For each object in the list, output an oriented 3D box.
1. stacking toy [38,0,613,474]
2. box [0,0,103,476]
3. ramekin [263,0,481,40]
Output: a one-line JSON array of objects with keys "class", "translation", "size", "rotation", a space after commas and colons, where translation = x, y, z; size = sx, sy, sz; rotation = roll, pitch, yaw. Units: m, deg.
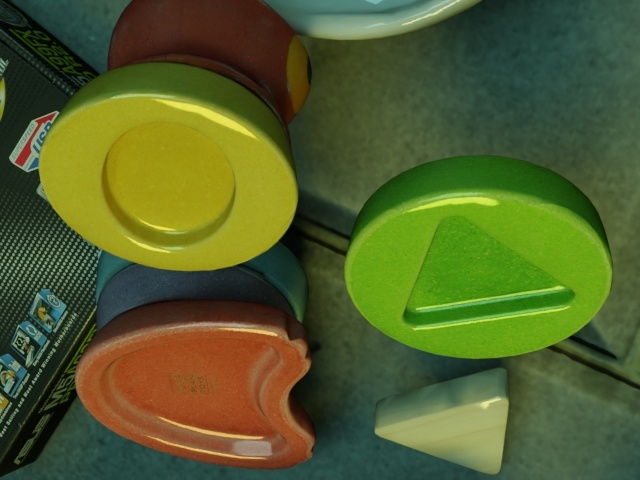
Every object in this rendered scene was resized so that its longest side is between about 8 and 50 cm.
[{"class": "stacking toy", "translation": [0.000, 0.000, 0.682], "size": [0.280, 0.130, 0.309], "rotation": [8, 140, -3]}, {"class": "box", "translation": [-0.227, -0.003, 0.837], "size": [0.216, 0.060, 0.270], "rotation": [39, 109, 13]}, {"class": "ramekin", "translation": [0.035, -0.243, 0.663], "size": [0.273, 0.127, 0.272], "rotation": [3, 97, 21]}]
